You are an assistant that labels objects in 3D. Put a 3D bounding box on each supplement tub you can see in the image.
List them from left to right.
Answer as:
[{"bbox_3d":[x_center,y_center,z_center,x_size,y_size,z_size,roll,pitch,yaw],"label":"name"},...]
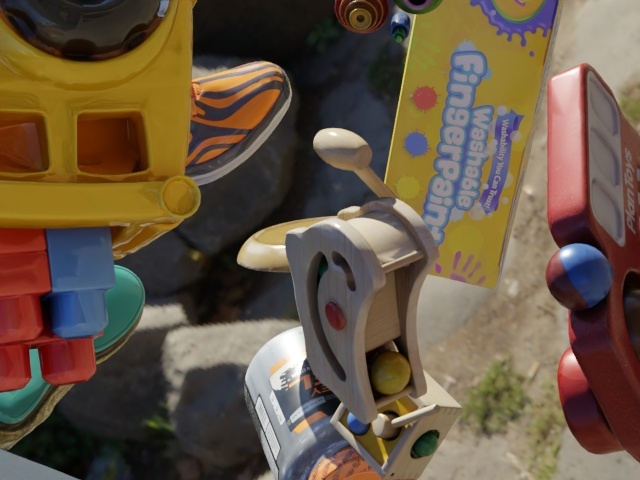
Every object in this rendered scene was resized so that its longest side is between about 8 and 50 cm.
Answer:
[{"bbox_3d":[0.016,0.269,1.801,0.193,0.193,0.316,-54,29,13],"label":"supplement tub"}]

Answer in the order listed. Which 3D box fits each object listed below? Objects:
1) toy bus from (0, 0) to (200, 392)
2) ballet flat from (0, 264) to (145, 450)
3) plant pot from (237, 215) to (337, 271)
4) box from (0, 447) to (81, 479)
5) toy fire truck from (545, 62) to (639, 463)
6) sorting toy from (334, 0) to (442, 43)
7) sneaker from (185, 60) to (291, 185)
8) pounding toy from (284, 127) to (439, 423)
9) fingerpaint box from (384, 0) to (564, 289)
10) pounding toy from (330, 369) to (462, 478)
[{"bbox_3d":[-0.163,-0.039,0.575,0.149,0.220,0.211,159,108,-63],"label":"toy bus"},{"bbox_3d":[-0.331,0.140,1.548,0.123,0.123,0.348,-40,7,33],"label":"ballet flat"},{"bbox_3d":[0.000,0.000,1.801,0.236,0.236,0.032,16,116,60],"label":"plant pot"},{"bbox_3d":[-0.400,0.399,1.270,0.395,0.293,0.212,-62,26,-2],"label":"box"},{"bbox_3d":[0.258,0.032,1.091,0.169,0.254,0.302,-18,48,34],"label":"toy fire truck"},{"bbox_3d":[0.063,-0.203,1.143,0.102,0.061,0.042,-17,30,16],"label":"sorting toy"},{"bbox_3d":[-0.199,-0.142,1.454,0.321,0.180,0.125,-28,45,5],"label":"sneaker"},{"bbox_3d":[0.070,0.027,1.255,0.154,0.155,0.270,21,128,54],"label":"pounding toy"},{"bbox_3d":[0.198,-0.219,1.594,0.371,0.163,0.445,-58,-21,-67],"label":"fingerpaint box"},{"bbox_3d":[0.095,0.210,1.561,0.141,0.100,0.130,43,111,39],"label":"pounding toy"}]
